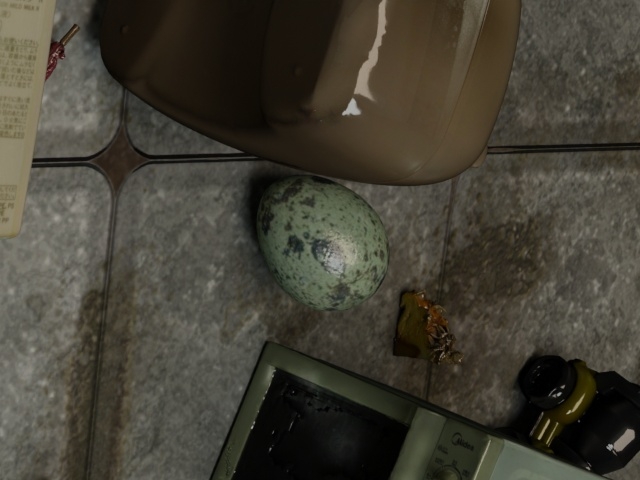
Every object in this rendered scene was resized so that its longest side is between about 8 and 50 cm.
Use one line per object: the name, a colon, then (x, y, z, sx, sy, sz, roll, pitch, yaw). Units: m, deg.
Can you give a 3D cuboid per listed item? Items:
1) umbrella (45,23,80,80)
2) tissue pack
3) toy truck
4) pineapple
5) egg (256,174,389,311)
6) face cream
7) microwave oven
umbrella: (-0.287, -0.146, 1.852, 0.165, 0.025, 0.027, -50, 147, -15)
tissue pack: (0.003, -0.199, 1.849, 0.277, 0.387, 0.267, 15, 91, -45)
toy truck: (0.318, 0.265, 2.447, 0.224, 0.165, 0.147, -53, 133, -16)
pineapple: (0.129, 0.121, 2.280, 0.077, 0.114, 0.114, -29, 119, -11)
egg: (0.000, 0.000, 2.091, 0.132, 0.132, 0.172, -51, 121, -18)
face cream: (-0.329, -0.177, 1.758, 0.173, 0.081, 0.349, 4, 101, -31)
microwave oven: (0.097, 0.286, 2.118, 0.286, 0.355, 0.218, 26, 86, -45)
